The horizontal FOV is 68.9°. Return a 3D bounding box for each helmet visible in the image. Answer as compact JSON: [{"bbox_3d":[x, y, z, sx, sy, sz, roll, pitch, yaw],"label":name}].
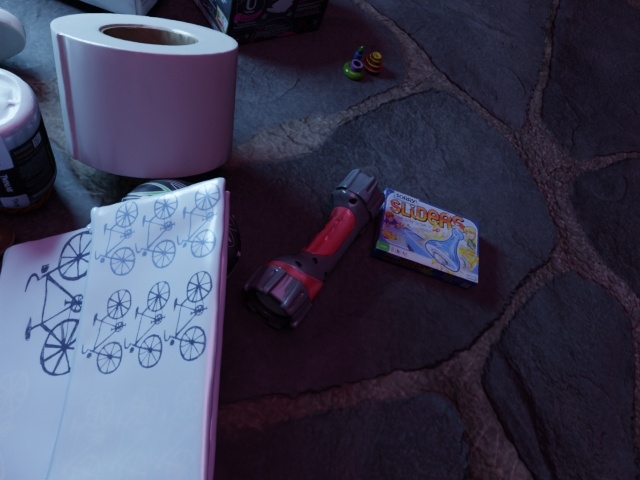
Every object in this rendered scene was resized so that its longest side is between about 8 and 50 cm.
[{"bbox_3d":[-0.199,-0.004,0.642,0.169,0.161,0.170,15,66,-37],"label":"helmet"}]

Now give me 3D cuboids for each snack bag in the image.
[{"bbox_3d":[-0.252,0.107,0.494,0.342,0.037,0.324,-11,63,18],"label":"snack bag"}]

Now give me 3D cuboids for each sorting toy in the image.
[{"bbox_3d":[0.097,-0.397,1.034,0.101,0.042,0.061,-26,74,-29],"label":"sorting toy"}]

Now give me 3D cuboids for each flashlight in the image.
[{"bbox_3d":[0.000,0.000,0.757,0.103,0.103,0.304,34,59,4],"label":"flashlight"}]

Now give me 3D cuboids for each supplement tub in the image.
[{"bbox_3d":[-0.421,-0.121,0.615,0.116,0.190,0.117,8,60,-15],"label":"supplement tub"}]

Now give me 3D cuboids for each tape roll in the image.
[{"bbox_3d":[-0.247,-0.218,0.686,0.245,0.169,0.246,7,32,-5],"label":"tape roll"}]

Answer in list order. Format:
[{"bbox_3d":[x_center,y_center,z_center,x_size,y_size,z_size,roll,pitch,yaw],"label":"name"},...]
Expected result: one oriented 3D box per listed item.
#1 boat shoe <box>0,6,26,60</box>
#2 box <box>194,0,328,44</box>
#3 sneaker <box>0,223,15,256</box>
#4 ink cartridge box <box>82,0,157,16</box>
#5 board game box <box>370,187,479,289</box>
[{"bbox_3d":[-0.641,-0.365,0.698,0.340,0.127,0.158,-7,73,-22],"label":"boat shoe"},{"bbox_3d":[-0.118,-0.532,0.969,0.247,0.142,0.163,-25,74,-29],"label":"box"},{"bbox_3d":[-0.504,-0.013,0.595,0.188,0.071,0.066,2,56,-18],"label":"sneaker"},{"bbox_3d":[-0.441,-0.570,0.867,0.305,0.131,0.226,17,57,-3],"label":"ink cartridge box"},{"bbox_3d":[0.198,-0.004,0.868,0.201,0.035,0.136,18,59,-10],"label":"board game box"}]
